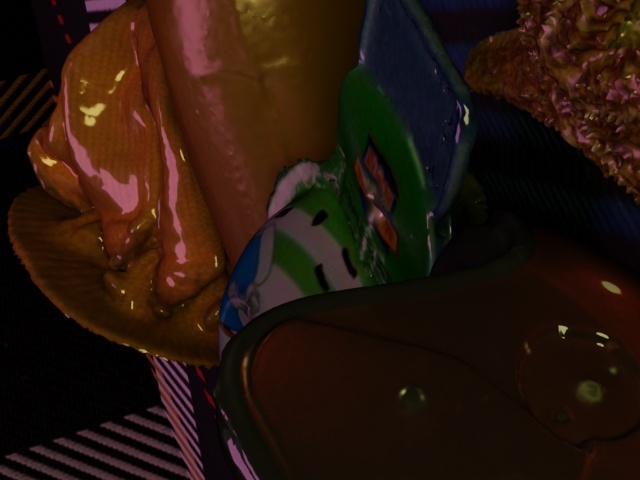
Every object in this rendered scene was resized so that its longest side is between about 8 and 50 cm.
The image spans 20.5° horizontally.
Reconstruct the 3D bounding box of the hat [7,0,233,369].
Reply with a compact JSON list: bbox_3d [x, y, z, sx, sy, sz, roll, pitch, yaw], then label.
[{"bbox_3d":[-0.057,-0.082,1.079,0.233,0.244,0.233,32,116,29],"label":"hat"}]

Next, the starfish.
[{"bbox_3d":[0.090,-0.049,0.515,0.241,0.043,0.227,58,174,7],"label":"starfish"}]

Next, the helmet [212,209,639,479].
[{"bbox_3d":[0.047,0.098,0.552,0.189,0.193,0.216,106,-178,-54],"label":"helmet"}]

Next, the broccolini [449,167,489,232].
[{"bbox_3d":[0.093,0.066,0.742,0.254,0.071,0.058,-106,23,-47],"label":"broccolini"}]

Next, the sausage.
[{"bbox_3d":[0.004,-0.002,0.905,0.134,0.116,0.354,29,140,57],"label":"sausage"}]

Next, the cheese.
[{"bbox_3d":[0.013,0.034,0.738,0.320,0.083,0.204,100,155,-46],"label":"cheese"}]
